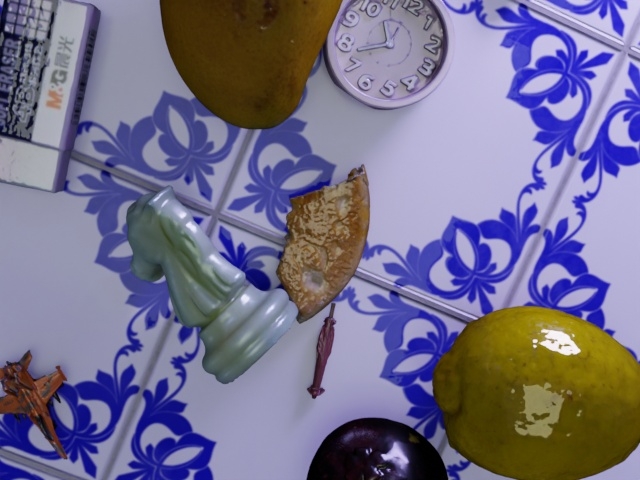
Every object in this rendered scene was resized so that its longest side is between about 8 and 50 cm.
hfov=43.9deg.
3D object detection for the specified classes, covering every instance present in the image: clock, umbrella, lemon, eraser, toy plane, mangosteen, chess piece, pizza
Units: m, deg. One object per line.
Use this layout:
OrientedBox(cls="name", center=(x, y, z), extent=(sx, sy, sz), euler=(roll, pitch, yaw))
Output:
OrientedBox(cls="clock", center=(0.103, -0.300, 1.215), extent=(0.197, 0.068, 0.196), euler=(0, 98, -3))
OrientedBox(cls="umbrella", center=(0.005, 0.180, 1.298), extent=(0.025, 0.027, 0.165), euler=(19, 101, 39))
OrientedBox(cls="lemon", center=(0.338, 0.232, 1.206), extent=(0.316, 0.285, 0.285), euler=(-12, 99, 18))
OrientedBox(cls="eraser", center=(-0.421, -0.220, 1.184), extent=(0.130, 0.086, 0.287), euler=(12, 97, -5))
OrientedBox(cls="toy plane", center=(-0.452, 0.268, 1.271), extent=(0.135, 0.062, 0.188), euler=(-26, 113, 0))
OrientedBox(cls="mangosteen", center=(0.092, 0.405, 1.258), extent=(0.228, 0.228, 0.265), euler=(-18, 140, -1))
OrientedBox(cls="chess piece", center=(-0.187, 0.060, 1.203), extent=(0.176, 0.176, 0.298), euler=(-42, 95, 3))
OrientedBox(cls="pizza", center=(0.004, 0.005, 1.258), extent=(0.134, 0.056, 0.271), euler=(10, 101, -8))

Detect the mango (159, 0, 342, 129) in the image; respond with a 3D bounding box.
OrientedBox(cls="mango", center=(-0.096, -0.347, 1.121), extent=(0.264, 0.221, 0.377), euler=(8, 105, 2))
